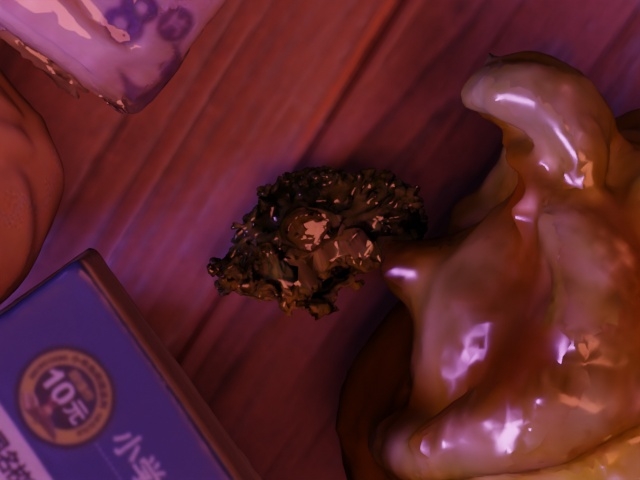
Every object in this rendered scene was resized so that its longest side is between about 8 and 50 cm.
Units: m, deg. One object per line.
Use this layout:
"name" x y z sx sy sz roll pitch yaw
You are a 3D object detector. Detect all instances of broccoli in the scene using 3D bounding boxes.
"broccoli" 0.000 0.000 1.018 0.097 0.092 0.095 24 91 -1

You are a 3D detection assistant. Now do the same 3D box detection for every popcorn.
"popcorn" 0.162 0.072 0.977 0.274 0.279 0.335 35 97 19

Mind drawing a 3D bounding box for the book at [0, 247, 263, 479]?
"book" -0.191 0.244 0.919 0.428 0.039 0.300 -35 88 7

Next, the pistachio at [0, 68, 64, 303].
"pistachio" -0.269 -0.015 0.913 0.299 0.187 0.187 -9 112 -1

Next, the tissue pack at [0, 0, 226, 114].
"tissue pack" -0.074 -0.255 0.887 0.242 0.125 0.343 37 101 -22
